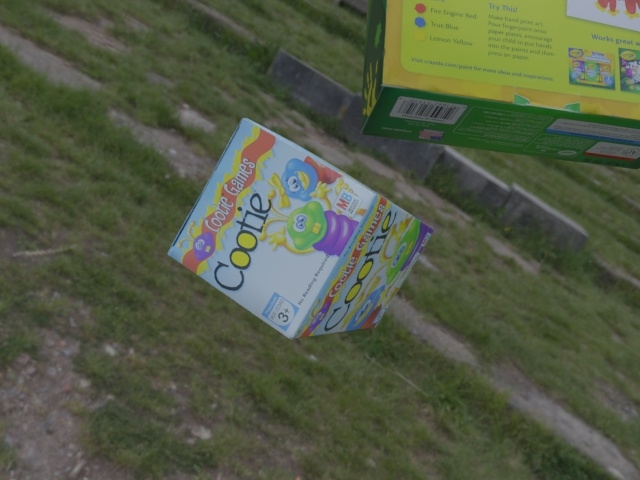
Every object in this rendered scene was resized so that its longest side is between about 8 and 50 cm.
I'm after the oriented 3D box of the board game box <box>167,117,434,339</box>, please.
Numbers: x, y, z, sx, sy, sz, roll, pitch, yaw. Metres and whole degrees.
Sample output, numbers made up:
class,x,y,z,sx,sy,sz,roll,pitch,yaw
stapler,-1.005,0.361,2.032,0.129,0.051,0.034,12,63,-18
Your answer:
class,x,y,z,sx,sy,sz,roll,pitch,yaw
board game box,0.000,0.000,0.678,0.142,0.144,0.275,32,6,19

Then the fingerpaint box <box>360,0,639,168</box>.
class,x,y,z,sx,sy,sz,roll,pitch,yaw
fingerpaint box,0.295,-0.324,0.977,0.445,0.371,0.163,6,-16,-7
